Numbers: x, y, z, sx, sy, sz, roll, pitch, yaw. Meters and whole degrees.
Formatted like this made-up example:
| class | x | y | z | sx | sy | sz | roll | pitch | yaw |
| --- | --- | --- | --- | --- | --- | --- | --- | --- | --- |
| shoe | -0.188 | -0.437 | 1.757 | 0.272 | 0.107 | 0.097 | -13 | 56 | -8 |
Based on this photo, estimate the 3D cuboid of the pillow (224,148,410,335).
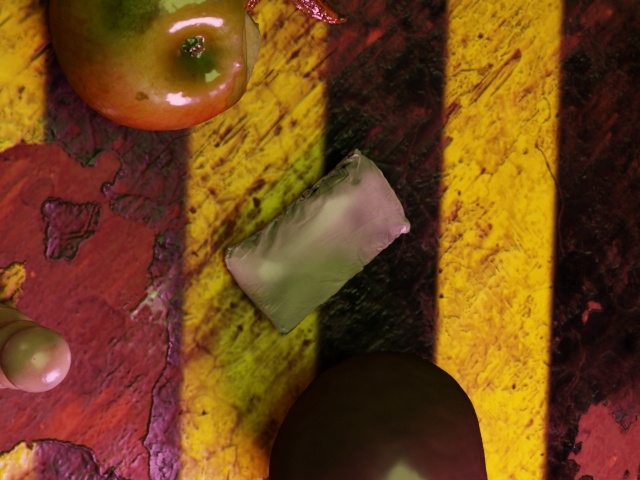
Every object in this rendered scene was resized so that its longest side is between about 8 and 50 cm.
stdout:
| class | x | y | z | sx | sy | sz | roll | pitch | yaw |
| --- | --- | --- | --- | --- | --- | --- | --- | --- | --- |
| pillow | 0.000 | 0.000 | 1.878 | 0.229 | 0.051 | 0.128 | -39 | 108 | -20 |

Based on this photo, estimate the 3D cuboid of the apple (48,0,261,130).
| class | x | y | z | sx | sy | sz | roll | pitch | yaw |
| --- | --- | --- | --- | --- | --- | --- | --- | --- | --- |
| apple | -0.159 | -0.233 | 1.664 | 0.246 | 0.226 | 0.246 | -7 | 107 | -24 |

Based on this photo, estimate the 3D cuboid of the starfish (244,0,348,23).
| class | x | y | z | sx | sy | sz | roll | pitch | yaw |
| --- | --- | --- | --- | --- | --- | --- | --- | --- | --- |
| starfish | -0.045 | -0.336 | 1.837 | 0.227 | 0.043 | 0.241 | 27 | 82 | -27 |

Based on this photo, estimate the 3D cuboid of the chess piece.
| class | x | y | z | sx | sy | sz | roll | pitch | yaw |
| --- | --- | --- | --- | --- | --- | --- | --- | --- | --- |
| chess piece | -0.316 | 0.120 | 1.636 | 0.094 | 0.170 | 0.094 | -3 | 97 | -30 |

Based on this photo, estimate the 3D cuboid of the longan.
| class | x | y | z | sx | sy | sz | roll | pitch | yaw |
| --- | --- | --- | --- | --- | --- | --- | --- | --- | --- |
| longan | 0.082 | 0.276 | 1.835 | 0.300 | 0.243 | 0.300 | -12 | 109 | -39 |
